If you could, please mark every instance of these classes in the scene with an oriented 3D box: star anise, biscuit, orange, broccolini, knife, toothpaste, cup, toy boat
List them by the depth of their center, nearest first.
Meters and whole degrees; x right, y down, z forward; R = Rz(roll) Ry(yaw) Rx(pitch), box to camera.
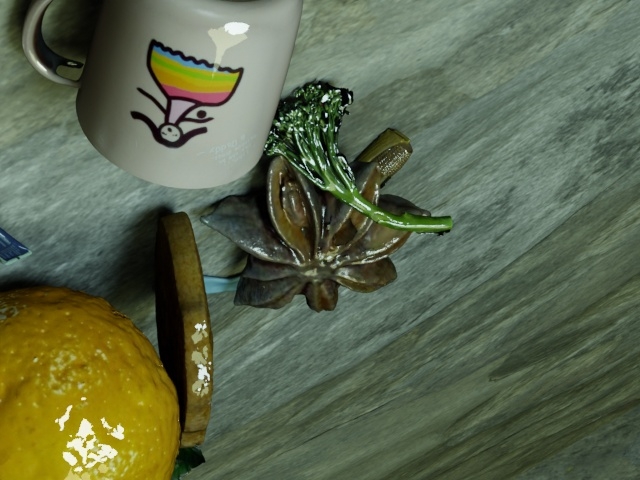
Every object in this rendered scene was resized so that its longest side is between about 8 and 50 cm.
[{"bbox_3d":[-0.150,-0.193,1.151,0.252,0.191,0.200,14,134,-9],"label":"cup"},{"bbox_3d":[-0.372,-0.006,1.383,0.037,0.021,0.140,-24,153,2],"label":"toothpaste"},{"bbox_3d":[-0.337,0.227,1.437,0.293,0.340,0.341,-37,163,-44],"label":"orange"},{"bbox_3d":[0.057,-0.097,1.474,0.271,0.062,0.123,30,103,-15],"label":"broccolini"},{"bbox_3d":[-0.167,0.107,1.510,0.049,0.257,0.273,-6,139,-13],"label":"biscuit"},{"bbox_3d":[-0.019,0.003,1.606,0.315,0.108,0.315,-4,144,-3],"label":"star anise"},{"bbox_3d":[0.068,-0.087,1.634,0.047,0.049,0.149,2,138,-46],"label":"toy boat"},{"bbox_3d":[-0.111,0.058,1.739,0.313,0.019,0.044,1,136,-47],"label":"knife"}]

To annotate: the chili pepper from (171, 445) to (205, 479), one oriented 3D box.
[{"bbox_3d":[-0.322,0.382,1.976,0.264,0.116,0.148,-31,140,0],"label":"chili pepper"}]
